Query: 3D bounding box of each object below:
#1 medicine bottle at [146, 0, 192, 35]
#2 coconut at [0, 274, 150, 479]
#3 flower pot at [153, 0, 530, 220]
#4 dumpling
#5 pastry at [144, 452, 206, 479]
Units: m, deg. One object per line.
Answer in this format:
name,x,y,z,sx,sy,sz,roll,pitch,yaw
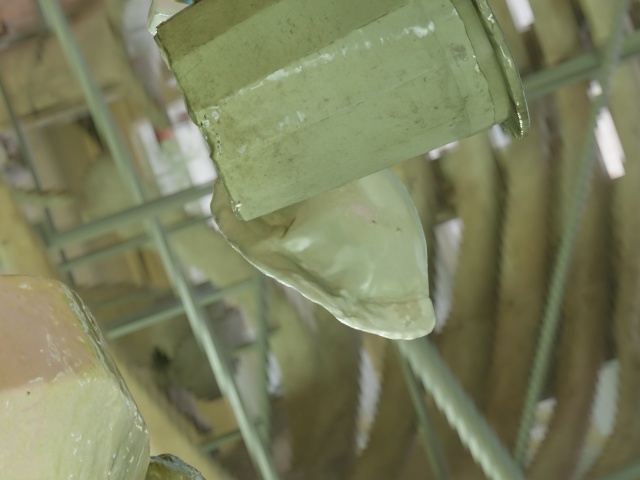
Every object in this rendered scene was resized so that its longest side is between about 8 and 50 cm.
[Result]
medicine bottle,-0.083,-0.280,1.725,0.115,0.219,0.078,19,159,-8
coconut,-0.227,0.132,1.082,0.259,0.259,0.259,-20,-178,1
flower pot,0.003,-0.126,1.194,0.203,0.212,0.212,-23,-178,-1
dumpling,0.000,0.000,1.591,0.179,0.252,0.131,4,136,-34
pastry,-0.191,0.297,1.617,0.257,0.121,0.235,-16,148,-45
